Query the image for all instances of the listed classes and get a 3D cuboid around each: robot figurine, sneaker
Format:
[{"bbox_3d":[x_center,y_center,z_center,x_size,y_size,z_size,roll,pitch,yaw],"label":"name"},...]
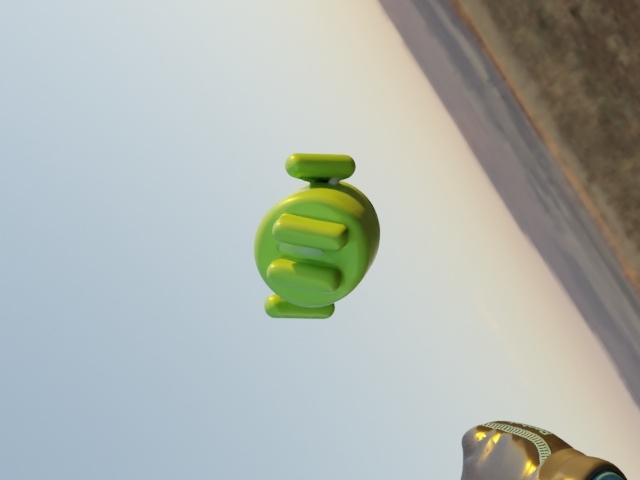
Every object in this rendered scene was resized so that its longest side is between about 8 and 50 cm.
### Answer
[{"bbox_3d":[0.000,0.000,0.664,0.115,0.067,0.101,-48,-35,-75],"label":"robot figurine"},{"bbox_3d":[0.126,0.307,0.884,0.125,0.340,0.140,20,-175,-39],"label":"sneaker"}]
